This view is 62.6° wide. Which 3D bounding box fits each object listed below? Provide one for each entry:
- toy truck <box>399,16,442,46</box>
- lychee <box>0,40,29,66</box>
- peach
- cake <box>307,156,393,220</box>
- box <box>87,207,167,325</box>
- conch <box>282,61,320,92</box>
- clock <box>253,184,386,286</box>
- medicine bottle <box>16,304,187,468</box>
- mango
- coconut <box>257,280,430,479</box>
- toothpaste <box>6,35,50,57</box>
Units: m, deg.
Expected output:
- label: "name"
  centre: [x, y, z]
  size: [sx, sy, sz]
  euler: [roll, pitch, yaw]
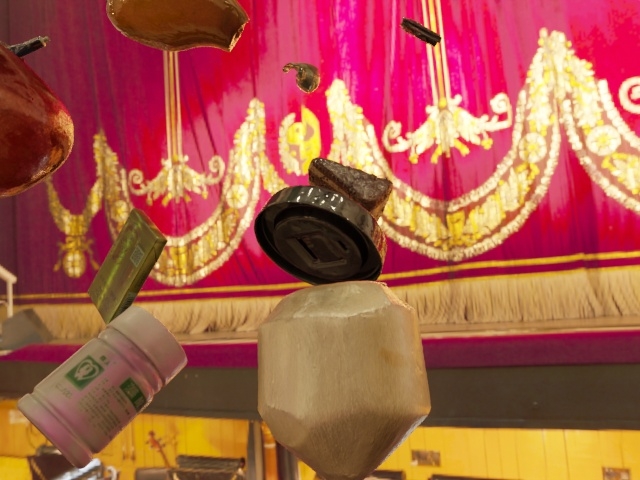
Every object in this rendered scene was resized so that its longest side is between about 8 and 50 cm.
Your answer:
- label: "toy truck"
  centre: [0.175, -0.370, 0.930]
  size: [0.083, 0.024, 0.032]
  euler: [21, 11, -18]
- label: "lychee"
  centre: [-0.816, -0.355, 1.259]
  size: [0.260, 0.261, 0.260]
  euler: [-4, -5, 0]
- label: "peach"
  centre: [-0.527, -0.192, 0.840]
  size: [0.245, 0.249, 0.274]
  euler: [14, -17, -24]
- label: "cake"
  centre: [0.061, -0.128, 1.427]
  size: [0.245, 0.135, 0.112]
  euler: [19, -47, 7]
- label: "box"
  centre: [-0.567, 0.079, 1.536]
  size: [0.173, 0.311, 0.043]
  euler: [41, 14, 36]
- label: "conch"
  centre: [-0.040, -0.402, 1.268]
  size: [0.065, 0.088, 0.180]
  euler: [-45, -5, 13]
- label: "clock"
  centre: [-0.001, 0.001, 1.195]
  size: [0.312, 0.062, 0.313]
  euler: [16, -35, 12]
- label: "medicine bottle"
  centre: [-0.497, 0.333, 1.228]
  size: [0.212, 0.212, 0.325]
  euler: [-10, 28, 50]
- label: "mango"
  centre: [-0.353, -0.565, 1.301]
  size: [0.358, 0.187, 0.144]
  euler: [2, 30, 4]
- label: "coconut"
  centre: [0.032, 0.192, 0.722]
  size: [0.237, 0.266, 0.237]
  euler: [-2, -9, 0]
- label: "toothpaste"
  centre: [-0.528, -0.349, 0.949]
  size: [0.083, 0.027, 0.019]
  euler: [-23, 0, 0]
